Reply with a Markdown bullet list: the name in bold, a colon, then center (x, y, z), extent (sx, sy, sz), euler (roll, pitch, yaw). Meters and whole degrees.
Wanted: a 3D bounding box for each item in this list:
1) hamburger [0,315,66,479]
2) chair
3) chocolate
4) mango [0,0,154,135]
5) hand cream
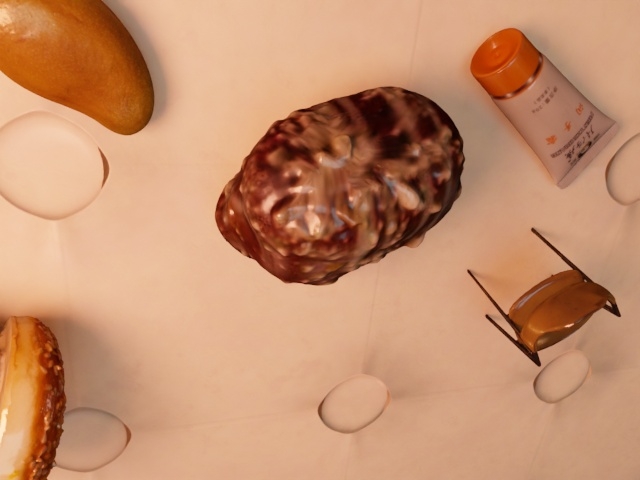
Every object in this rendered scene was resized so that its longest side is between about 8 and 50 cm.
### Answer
- **hamburger**: center (-0.460, 0.228, 0.704), extent (0.225, 0.291, 0.290), euler (13, 112, -32)
- **chair**: center (0.390, 0.111, 0.924), extent (0.159, 0.246, 0.172), euler (-32, 122, 1)
- **chocolate**: center (0.038, -0.075, 0.690), extent (0.341, 0.210, 0.225), euler (-22, 86, -14)
- **mango**: center (-0.288, -0.217, 0.629), extent (0.136, 0.099, 0.227), euler (-46, 128, 4)
- **hand cream**: center (0.355, -0.199, 0.853), extent (0.314, 0.089, 0.139), euler (26, 109, -35)
